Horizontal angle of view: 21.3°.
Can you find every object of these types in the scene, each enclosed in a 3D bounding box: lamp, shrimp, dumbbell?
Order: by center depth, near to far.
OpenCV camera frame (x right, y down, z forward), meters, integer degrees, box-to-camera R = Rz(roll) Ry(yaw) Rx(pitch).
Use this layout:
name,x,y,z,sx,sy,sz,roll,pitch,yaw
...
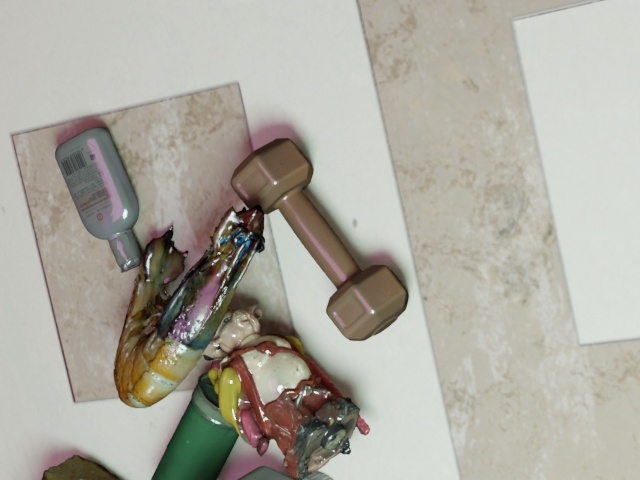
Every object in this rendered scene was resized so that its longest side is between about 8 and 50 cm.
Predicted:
name,x,y,z,sx,sy,sz,roll,pitch,yaw
dumbbell,0.000,0.000,1.794,0.092,0.082,0.231,-43,79,31
shrimp,-0.145,0.043,1.845,0.054,0.222,0.290,24,120,-24
lamp,-0.064,0.143,1.847,0.253,0.118,0.118,47,121,28

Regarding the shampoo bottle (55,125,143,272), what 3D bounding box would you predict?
name,x,y,z,sx,sy,sz,roll,pitch,yaw
shampoo bottle,-0.246,-0.044,1.955,0.080,0.040,0.165,-24,88,31

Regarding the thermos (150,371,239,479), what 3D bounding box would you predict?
name,x,y,z,sx,sy,sz,roll,pitch,yaw
thermos,-0.146,0.240,1.939,0.083,0.073,0.188,36,117,17

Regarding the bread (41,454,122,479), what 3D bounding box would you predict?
name,x,y,z,sx,sy,sz,roll,pitch,yaw
bread,-0.173,0.429,1.976,0.416,0.113,0.165,33,115,22

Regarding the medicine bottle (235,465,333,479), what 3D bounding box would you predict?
name,x,y,z,sx,sy,sz,roll,pitch,yaw
medicine bottle,-0.051,0.316,1.832,0.132,0.188,0.088,40,117,18
